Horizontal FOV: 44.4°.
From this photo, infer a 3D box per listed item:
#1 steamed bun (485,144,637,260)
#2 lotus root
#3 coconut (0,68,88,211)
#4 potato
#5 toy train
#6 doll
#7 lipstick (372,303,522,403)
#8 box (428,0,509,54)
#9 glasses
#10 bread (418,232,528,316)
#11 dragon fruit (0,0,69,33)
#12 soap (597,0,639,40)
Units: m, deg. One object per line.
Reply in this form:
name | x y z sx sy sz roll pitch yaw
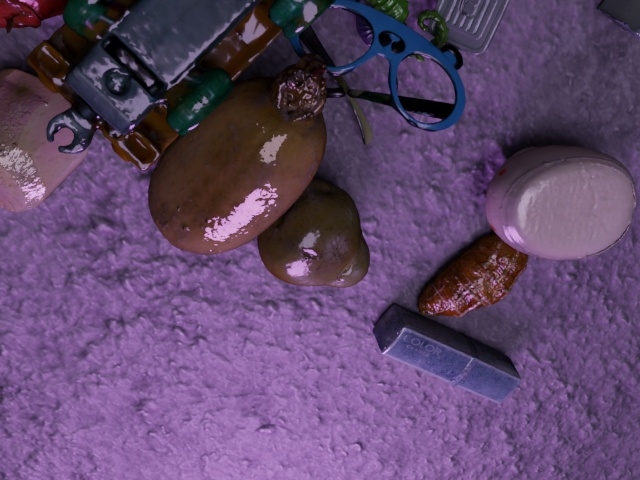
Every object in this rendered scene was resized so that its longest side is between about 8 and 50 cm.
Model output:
steamed bun | 0.355 -0.063 1.193 0.228 0.130 0.177 -1 114 -13
lotus root | -0.096 -0.101 0.992 0.169 0.151 0.343 32 133 -21
coconut | -0.360 -0.125 0.949 0.147 0.152 0.147 20 144 15
potato | 0.000 0.000 1.130 0.157 0.157 0.194 -41 132 13
toy train | -0.134 -0.256 0.863 0.429 0.249 0.178 -45 107 0
doll | 0.084 -0.302 0.982 0.115 0.050 0.190 -30 112 32
lipstick | 0.222 0.200 1.370 0.290 0.076 0.077 26 115 -29
box | 0.199 -0.308 1.006 0.084 0.069 0.122 27 118 7
glasses | 0.052 -0.187 1.003 0.239 0.102 0.207 27 140 -5
bread | 0.263 0.065 1.292 0.233 0.076 0.105 -38 123 14
dragon fruit | -0.326 -0.324 0.768 0.252 0.241 0.241 -40 124 10
soap | 0.470 -0.360 1.031 0.063 0.114 0.198 23 114 -28
